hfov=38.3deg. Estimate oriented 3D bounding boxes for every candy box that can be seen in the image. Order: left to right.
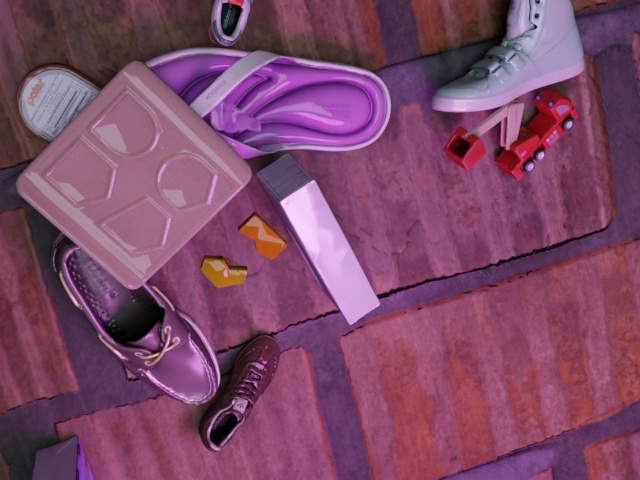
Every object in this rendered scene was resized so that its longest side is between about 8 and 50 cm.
[{"bbox_3d":[-0.340,0.403,1.292,0.070,0.165,0.196,-18,106,-9],"label":"candy box"}]

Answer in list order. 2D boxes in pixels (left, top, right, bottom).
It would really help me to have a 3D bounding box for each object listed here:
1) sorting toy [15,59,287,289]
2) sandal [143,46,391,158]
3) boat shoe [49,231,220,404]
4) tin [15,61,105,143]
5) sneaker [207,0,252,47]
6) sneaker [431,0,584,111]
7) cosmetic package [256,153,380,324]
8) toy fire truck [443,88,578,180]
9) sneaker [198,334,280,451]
[{"bbox_3d":[-0.205,-0.050,1.197,0.229,0.041,0.307,-44,107,7],"label":"sorting toy"},{"bbox_3d":[-0.090,-0.180,1.236,0.416,0.102,0.170,-10,103,-19],"label":"sandal"},{"bbox_3d":[-0.252,0.117,1.283,0.116,0.097,0.324,-37,109,-4],"label":"boat shoe"},{"bbox_3d":[-0.315,-0.162,1.234,0.189,0.040,0.106,31,90,-19],"label":"tin"},{"bbox_3d":[-0.109,-0.335,1.223,0.057,0.075,0.161,13,100,-17],"label":"sneaker"},{"bbox_3d":[0.257,-0.280,1.319,0.255,0.094,0.151,-23,114,-18],"label":"sneaker"},{"bbox_3d":[0.000,0.000,1.286,0.060,0.099,0.239,-32,126,-4],"label":"cosmetic package"},{"bbox_3d":[0.284,-0.161,1.354,0.192,0.047,0.135,-47,133,0],"label":"toy fire truck"},{"bbox_3d":[-0.112,0.231,1.359,0.066,0.071,0.188,29,95,-19],"label":"sneaker"}]
